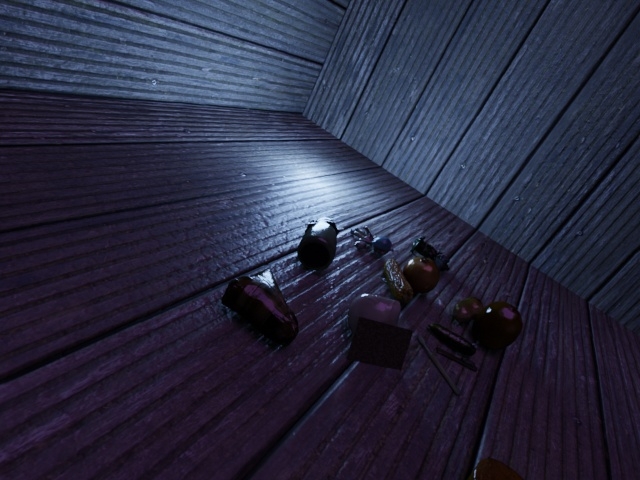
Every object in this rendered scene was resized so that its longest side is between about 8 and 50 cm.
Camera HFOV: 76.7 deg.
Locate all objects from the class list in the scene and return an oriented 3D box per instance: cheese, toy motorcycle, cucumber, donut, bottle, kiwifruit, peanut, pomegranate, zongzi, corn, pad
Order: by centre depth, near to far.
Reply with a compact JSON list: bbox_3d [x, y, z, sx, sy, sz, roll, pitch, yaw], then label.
[{"bbox_3d":[0.522,0.757,1.117,0.277,0.109,0.278,21,28,-12],"label":"donut"},{"bbox_3d":[-0.163,0.214,1.423,0.286,0.134,0.288,40,21,9],"label":"zongzi"},{"bbox_3d":[0.218,0.375,1.463,0.234,0.158,0.003,17,1,-19],"label":"pad"},{"bbox_3d":[0.196,0.297,1.536,0.188,0.198,0.154,20,-10,16],"label":"cheese"},{"bbox_3d":[0.575,0.431,1.778,0.227,0.069,0.069,32,27,15],"label":"cucumber"},{"bbox_3d":[0.828,0.393,1.886,0.195,0.234,0.196,18,27,-9],"label":"kiwifruit"},{"bbox_3d":[-0.002,-0.001,1.891,0.168,0.169,0.347,26,23,-3],"label":"bottle"},{"bbox_3d":[0.372,0.187,1.971,0.101,0.101,0.292,18,30,-18],"label":"corn"},{"bbox_3d":[0.737,0.349,2.014,0.236,0.110,0.120,-10,54,-47],"label":"peanut"},{"bbox_3d":[0.510,0.171,2.032,0.191,0.191,0.191,22,28,-12],"label":"pomegranate"},{"bbox_3d":[0.642,0.077,2.386,0.187,0.125,0.275,10,31,-48],"label":"toy motorcycle"}]

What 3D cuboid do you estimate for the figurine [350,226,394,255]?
[{"bbox_3d":[0.264,-0.005,2.200,0.260,0.103,0.205,34,24,34],"label":"figurine"}]

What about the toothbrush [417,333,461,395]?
[{"bbox_3d":[0.468,0.491,1.616,0.028,0.026,0.294,27,23,-37],"label":"toothbrush"}]

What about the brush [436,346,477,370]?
[{"bbox_3d":[0.579,0.496,1.707,0.190,0.028,0.034,26,25,-1],"label":"brush"}]
